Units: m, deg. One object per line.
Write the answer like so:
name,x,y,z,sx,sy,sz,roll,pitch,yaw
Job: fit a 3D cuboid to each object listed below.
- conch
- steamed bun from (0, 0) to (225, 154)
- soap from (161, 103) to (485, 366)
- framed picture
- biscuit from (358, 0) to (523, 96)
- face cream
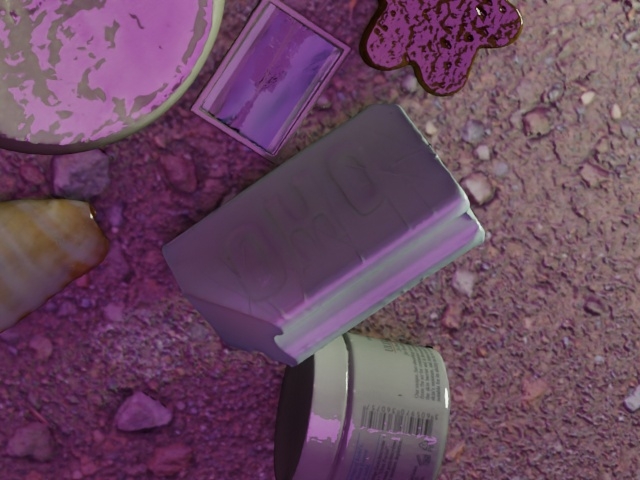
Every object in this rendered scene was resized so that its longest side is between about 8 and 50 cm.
conch,-0.346,0.031,1.305,0.255,0.127,0.158,-22,107,-2
steamed bun,-0.251,-0.238,1.193,0.324,0.206,0.324,-6,111,-15
soap,0.000,0.000,1.315,0.290,0.172,0.095,-34,144,3
framed picture,-0.052,-0.168,1.348,0.109,0.011,0.149,31,99,-15
biscuit,0.137,-0.268,1.330,0.180,0.039,0.236,25,101,-12
face cream,0.043,0.189,1.380,0.153,0.177,0.177,10,105,-12
